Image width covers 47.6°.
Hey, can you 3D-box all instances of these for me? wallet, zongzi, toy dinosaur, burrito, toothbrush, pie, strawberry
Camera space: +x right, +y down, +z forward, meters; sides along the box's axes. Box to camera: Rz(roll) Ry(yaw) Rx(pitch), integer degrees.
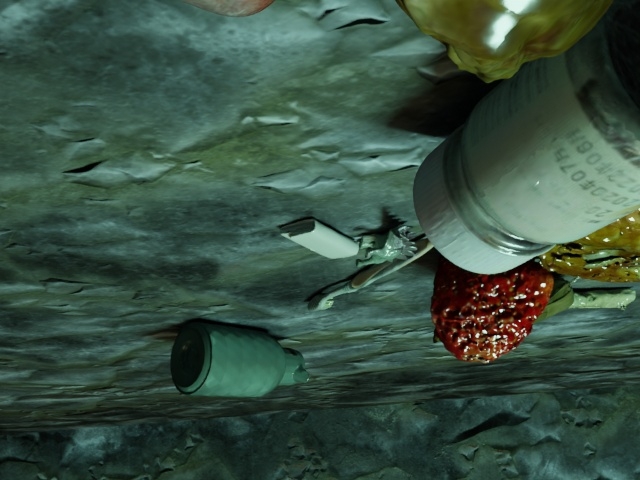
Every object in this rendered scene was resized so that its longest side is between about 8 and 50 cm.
[{"bbox_3d":[0.000,0.000,1.030,0.061,0.025,0.122,-9,160,31],"label":"wallet"},{"bbox_3d":[0.377,0.120,1.248,0.189,0.081,0.178,-9,-163,10],"label":"zongzi"},{"bbox_3d":[0.099,0.005,1.034,0.082,0.039,0.209,-5,170,-6],"label":"toy dinosaur"},{"bbox_3d":[0.521,0.112,1.412,0.186,0.041,0.045,0,-159,-12],"label":"burrito"},{"bbox_3d":[0.074,0.063,1.203,0.037,0.028,0.375,1,160,-29],"label":"toothbrush"},{"bbox_3d":[0.444,-0.010,1.004,0.308,0.085,0.308,0,162,0],"label":"pie"},{"bbox_3d":[0.266,0.091,1.123,0.202,0.184,0.187,-27,155,27],"label":"strawberry"}]

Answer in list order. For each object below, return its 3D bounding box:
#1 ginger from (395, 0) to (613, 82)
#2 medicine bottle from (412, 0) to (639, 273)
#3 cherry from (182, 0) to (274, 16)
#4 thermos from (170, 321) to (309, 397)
[{"bbox_3d":[0.090,-0.183,0.376,0.165,0.172,0.321,32,171,18],"label":"ginger"},{"bbox_3d":[0.214,-0.081,0.661,0.165,0.165,0.273,4,158,-21],"label":"medicine bottle"},{"bbox_3d":[-0.064,-0.187,0.431,0.106,0.086,0.126,-4,163,-12],"label":"cherry"},{"bbox_3d":[-0.168,0.251,1.511,0.287,0.144,0.182,15,-176,-44],"label":"thermos"}]
